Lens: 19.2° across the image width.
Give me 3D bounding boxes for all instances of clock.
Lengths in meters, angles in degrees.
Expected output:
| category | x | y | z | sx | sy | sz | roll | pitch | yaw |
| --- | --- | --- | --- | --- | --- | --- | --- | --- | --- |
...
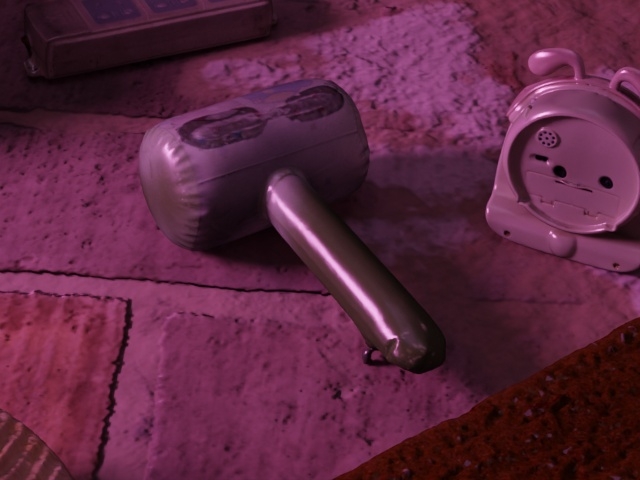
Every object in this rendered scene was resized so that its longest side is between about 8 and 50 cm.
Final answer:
| category | x | y | z | sx | sy | sz | roll | pitch | yaw |
| --- | --- | --- | --- | --- | --- | --- | --- | --- | --- |
| clock | 0.224 | -0.072 | 1.615 | 0.151 | 0.191 | 0.062 | 17 | 40 | 17 |

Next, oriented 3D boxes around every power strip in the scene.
| category | x | y | z | sx | sy | sz | roll | pitch | yaw |
| --- | --- | --- | --- | --- | --- | --- | --- | --- | --- |
| power strip | -0.168 | -0.218 | 1.880 | 0.272 | 0.052 | 0.078 | -14 | 41 | -21 |

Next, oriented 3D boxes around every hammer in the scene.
| category | x | y | z | sx | sy | sz | roll | pitch | yaw |
| --- | --- | --- | --- | --- | --- | --- | --- | --- | --- |
| hammer | 0.000 | 0.000 | 1.586 | 0.206 | 0.119 | 0.335 | -20 | 51 | -27 |

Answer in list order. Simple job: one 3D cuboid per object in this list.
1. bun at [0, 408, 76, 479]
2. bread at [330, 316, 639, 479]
| category | x | y | z | sx | sy | sz | roll | pitch | yaw |
| --- | --- | --- | --- | --- | --- | --- | --- | --- | --- |
| bun | -0.298 | 0.180 | 1.274 | 0.287 | 0.146 | 0.287 | 26 | 12 | -6 |
| bread | 0.159 | 0.188 | 1.350 | 0.416 | 0.113 | 0.165 | -24 | 47 | -32 |
